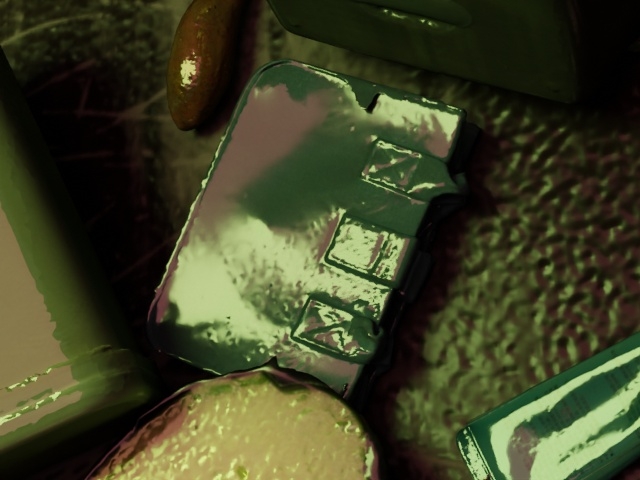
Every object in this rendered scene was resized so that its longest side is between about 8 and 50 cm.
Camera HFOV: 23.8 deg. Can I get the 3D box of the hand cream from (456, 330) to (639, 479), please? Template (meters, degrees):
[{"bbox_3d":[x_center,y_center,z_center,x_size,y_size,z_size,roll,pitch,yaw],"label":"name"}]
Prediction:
[{"bbox_3d":[0.191,0.099,0.938,0.224,0.048,0.083,-33,64,16],"label":"hand cream"}]

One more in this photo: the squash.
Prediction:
[{"bbox_3d":[-0.038,0.177,0.977,0.184,0.085,0.192,-44,74,-3],"label":"squash"}]

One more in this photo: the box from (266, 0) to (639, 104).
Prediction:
[{"bbox_3d":[0.085,-0.217,0.979,0.290,0.220,0.166,17,69,26],"label":"box"}]

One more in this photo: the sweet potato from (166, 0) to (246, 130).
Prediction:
[{"bbox_3d":[-0.080,-0.184,1.130,0.050,0.050,0.214,0,70,22],"label":"sweet potato"}]

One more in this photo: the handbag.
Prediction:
[{"bbox_3d":[0.000,0.000,1.033,0.179,0.062,0.229,18,81,23],"label":"handbag"}]

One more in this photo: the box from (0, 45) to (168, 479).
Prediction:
[{"bbox_3d":[-0.332,0.027,1.017,0.352,0.177,0.344,-25,78,-1],"label":"box"}]
